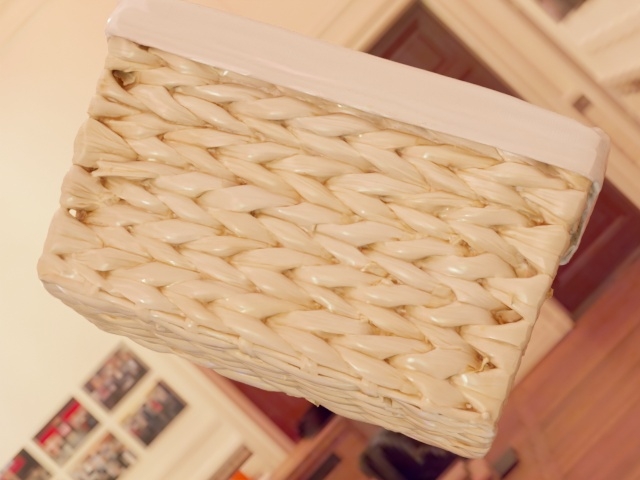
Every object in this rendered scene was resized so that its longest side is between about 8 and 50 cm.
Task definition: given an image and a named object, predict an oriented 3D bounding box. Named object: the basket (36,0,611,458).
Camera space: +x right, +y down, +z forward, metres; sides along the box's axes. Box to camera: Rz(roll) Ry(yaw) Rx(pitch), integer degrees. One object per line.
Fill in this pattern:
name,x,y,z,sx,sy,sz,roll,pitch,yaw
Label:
basket,0.000,0.000,0.469,0.113,0.167,0.103,71,-142,-76
